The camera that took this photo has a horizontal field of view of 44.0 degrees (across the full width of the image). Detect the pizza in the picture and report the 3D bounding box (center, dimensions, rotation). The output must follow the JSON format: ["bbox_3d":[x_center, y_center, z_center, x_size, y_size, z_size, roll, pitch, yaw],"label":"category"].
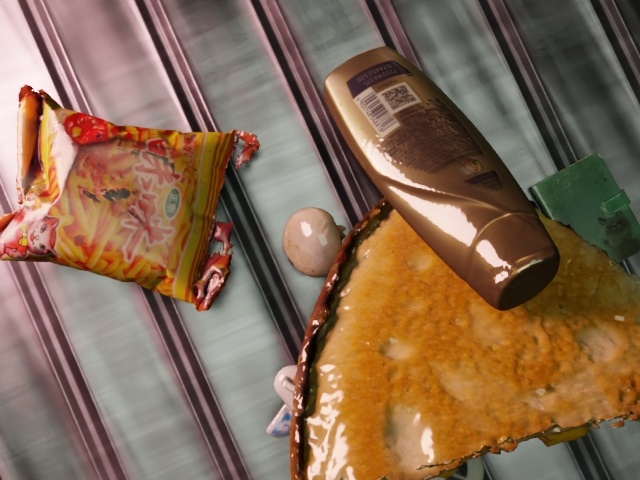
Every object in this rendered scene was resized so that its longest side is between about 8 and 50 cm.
[{"bbox_3d":[0.143,0.067,0.849,0.435,0.080,0.391,-14,52,-7],"label":"pizza"}]

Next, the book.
[{"bbox_3d":[0.338,-0.032,0.984,0.103,0.017,0.135,-28,87,-4],"label":"book"}]

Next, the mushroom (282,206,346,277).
[{"bbox_3d":[0.000,0.000,0.949,0.079,0.085,0.085,-15,85,-46],"label":"mushroom"}]

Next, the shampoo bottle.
[{"bbox_3d":[0.126,-0.077,0.861,0.126,0.084,0.350,-27,55,-9],"label":"shampoo bottle"}]

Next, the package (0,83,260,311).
[{"bbox_3d":[-0.232,-0.053,0.923,0.288,0.108,0.223,15,80,-9],"label":"package"}]

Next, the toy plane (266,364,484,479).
[{"bbox_3d":[0.067,0.218,0.904,0.267,0.122,0.266,0,87,-4],"label":"toy plane"}]
